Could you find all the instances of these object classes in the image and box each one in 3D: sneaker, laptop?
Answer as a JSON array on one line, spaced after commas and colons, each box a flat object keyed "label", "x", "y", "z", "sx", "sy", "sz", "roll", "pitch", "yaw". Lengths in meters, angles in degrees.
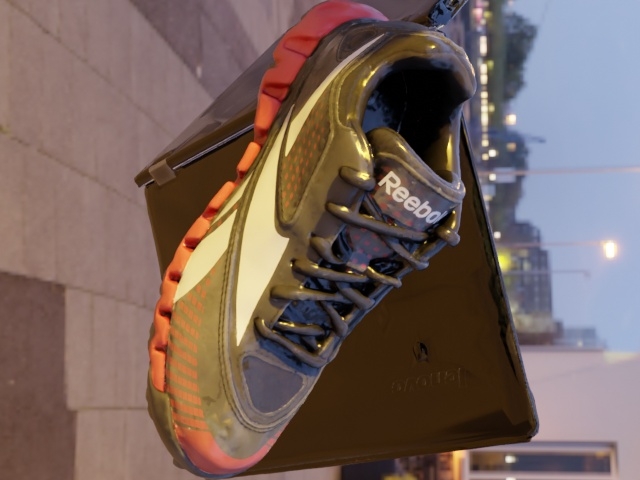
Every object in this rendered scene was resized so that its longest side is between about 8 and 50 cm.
[{"label": "sneaker", "x": 0.000, "y": 0.000, "z": 0.570, "sx": 0.098, "sy": 0.135, "sz": 0.276, "roll": 30, "pitch": 80, "yaw": -36}, {"label": "laptop", "x": 0.047, "y": -0.048, "z": 0.898, "sx": 0.236, "sy": 0.382, "sz": 0.408, "roll": 51, "pitch": 51, "yaw": -16}]
